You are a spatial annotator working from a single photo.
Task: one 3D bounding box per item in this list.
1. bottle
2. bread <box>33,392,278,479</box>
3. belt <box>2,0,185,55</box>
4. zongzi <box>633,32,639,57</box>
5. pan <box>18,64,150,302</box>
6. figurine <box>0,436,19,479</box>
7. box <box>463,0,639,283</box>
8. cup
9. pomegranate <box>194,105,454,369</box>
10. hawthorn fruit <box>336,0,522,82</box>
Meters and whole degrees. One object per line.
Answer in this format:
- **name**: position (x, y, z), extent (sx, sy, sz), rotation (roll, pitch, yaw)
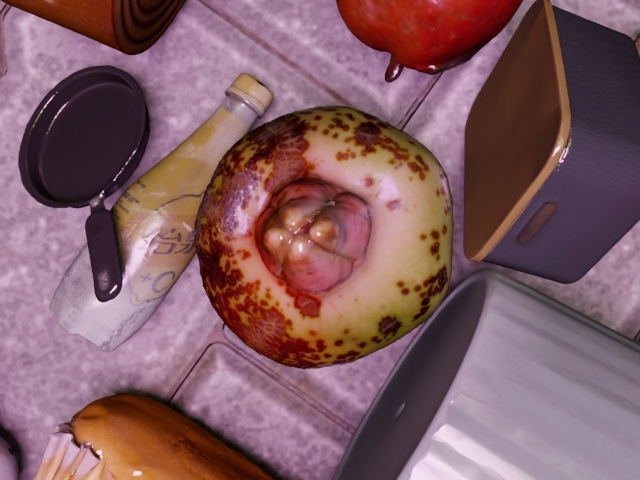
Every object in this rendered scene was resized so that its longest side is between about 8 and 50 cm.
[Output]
- **bottle**: position (-0.130, -0.029, 0.563), extent (0.083, 0.083, 0.270), rotation (36, 86, -1)
- **bread**: position (-0.113, 0.228, 0.536), extent (0.241, 0.136, 0.107), rotation (32, 91, 2)
- **belt**: position (-0.136, -0.321, 0.488), extent (0.122, 0.217, 0.339), rotation (23, 89, -2)
- **zongzi**: position (0.350, -0.045, 0.472), extent (0.273, 0.300, 0.145), rotation (31, 124, 0)
- **pan**: position (-0.190, -0.048, 0.536), extent (0.136, 0.028, 0.235), rotation (-28, 60, 12)
- **figurine**: position (-0.341, 0.181, 0.536), extent (0.143, 0.143, 0.271), rotation (-21, 90, 0)
- **box**: position (0.183, -0.077, 0.501), extent (0.090, 0.144, 0.201), rotation (17, 47, -5)
- **cup**: position (0.198, 0.267, 0.468), extent (0.392, 0.310, 0.401), rotation (32, 88, 4)
- **pomegranate**: position (0.000, 0.000, 0.482), extent (0.214, 0.248, 0.214), rotation (0, 93, 5)
- **hawthorn fruit**: position (0.087, -0.230, 0.525), extent (0.185, 0.185, 0.202), rotation (12, 108, -1)
